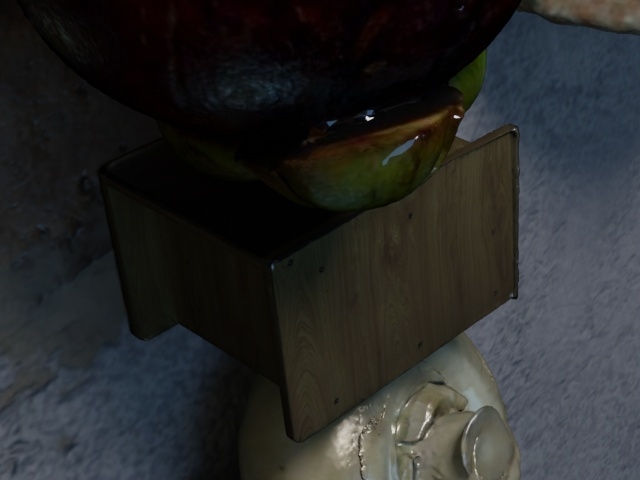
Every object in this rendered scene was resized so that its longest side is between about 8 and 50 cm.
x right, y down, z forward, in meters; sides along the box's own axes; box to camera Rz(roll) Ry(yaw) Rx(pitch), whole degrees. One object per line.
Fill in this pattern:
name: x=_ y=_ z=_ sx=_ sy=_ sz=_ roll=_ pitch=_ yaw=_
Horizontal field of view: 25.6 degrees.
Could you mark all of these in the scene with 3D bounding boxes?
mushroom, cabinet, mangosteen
mushroom: x=0.057 y=0.161 z=1.046 sx=0.246 sy=0.202 sz=0.246 roll=2 pitch=86 yaw=-43
cabinet: x=0.000 y=0.000 z=0.944 sx=0.215 sy=0.175 sz=0.148 roll=-30 pitch=130 yaw=-32
mangosteen: x=-0.030 y=-0.168 z=0.745 sx=0.300 sy=0.300 sz=0.300 roll=-23 pitch=126 yaw=-36

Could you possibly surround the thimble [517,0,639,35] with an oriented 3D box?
thimble: x=0.255 y=-0.238 z=1.066 sx=0.229 sy=0.196 sz=0.148 roll=2 pitch=109 yaw=-14
